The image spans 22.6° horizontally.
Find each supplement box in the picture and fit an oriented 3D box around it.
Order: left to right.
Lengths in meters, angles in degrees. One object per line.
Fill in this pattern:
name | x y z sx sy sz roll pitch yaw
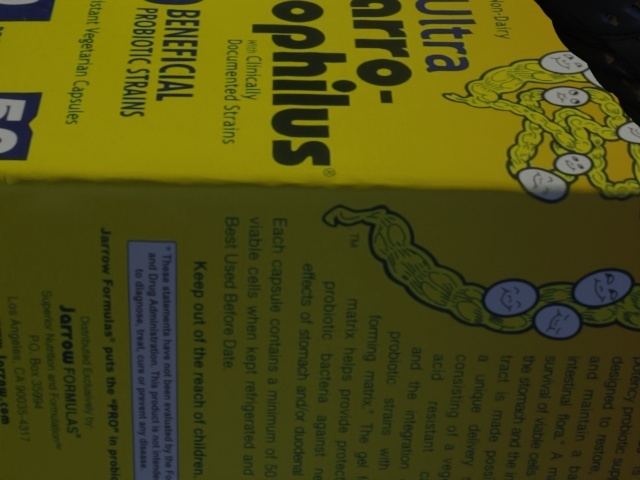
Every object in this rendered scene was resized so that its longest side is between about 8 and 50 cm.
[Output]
supplement box | 0.000 0.000 0.736 0.194 0.357 0.195 -93 -175 -54

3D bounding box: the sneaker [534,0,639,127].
sneaker | 0.087 -0.080 0.363 0.104 0.147 0.296 -46 -172 12
